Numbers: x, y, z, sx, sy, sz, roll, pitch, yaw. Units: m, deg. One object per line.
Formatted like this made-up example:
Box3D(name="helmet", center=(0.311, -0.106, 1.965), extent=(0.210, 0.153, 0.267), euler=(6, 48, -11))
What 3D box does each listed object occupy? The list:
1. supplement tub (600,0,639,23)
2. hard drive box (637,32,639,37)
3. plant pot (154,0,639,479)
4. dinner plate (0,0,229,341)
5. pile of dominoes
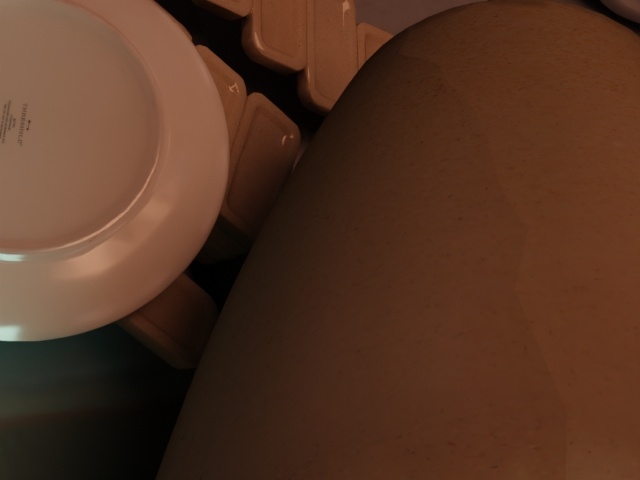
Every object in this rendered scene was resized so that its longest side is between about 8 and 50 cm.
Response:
Box3D(name="supplement tub", center=(0.186, -0.210, 0.868), extent=(0.117, 0.117, 0.190), euler=(22, 58, -33))
Box3D(name="hard drive box", center=(0.218, 0.029, 0.805), extent=(0.232, 0.089, 0.181), euler=(28, 54, -30))
Box3D(name="plant pot", center=(0.067, 0.057, 0.536), extent=(0.256, 0.256, 0.274), euler=(34, 35, -26))
Box3D(name="dinner plate", center=(-0.098, -0.036, 0.560), extent=(0.141, 0.017, 0.141), euler=(5, 67, -11))
Box3D(name="pile of dominoes", center=(0.000, 0.000, 0.675), extent=(0.251, 0.040, 0.196), euler=(41, 48, -31))
